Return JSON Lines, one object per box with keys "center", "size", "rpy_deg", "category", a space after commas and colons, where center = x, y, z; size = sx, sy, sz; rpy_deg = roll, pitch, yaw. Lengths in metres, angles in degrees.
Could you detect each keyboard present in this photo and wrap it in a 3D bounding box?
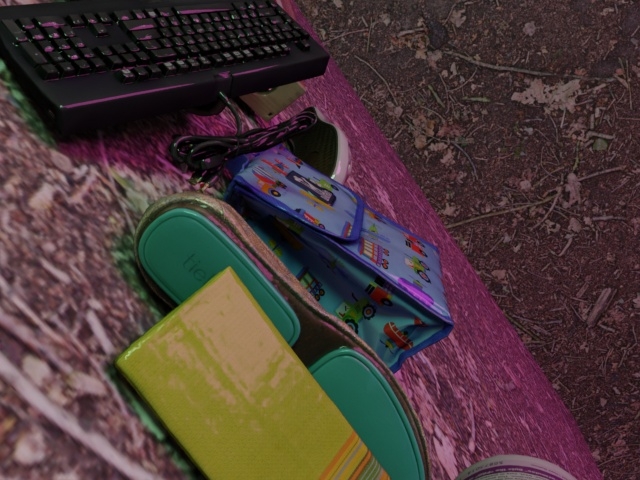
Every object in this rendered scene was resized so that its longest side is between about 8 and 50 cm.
{"center": [-0.097, -0.149, 0.522], "size": [0.201, 0.033, 0.317], "rpy_deg": [51, 44, 8], "category": "keyboard"}

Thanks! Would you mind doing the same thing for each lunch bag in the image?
{"center": [0.000, 0.000, 0.694], "size": [0.293, 0.138, 0.221], "rpy_deg": [42, 20, -9], "category": "lunch bag"}

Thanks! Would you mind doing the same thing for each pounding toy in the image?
{"center": [-0.122, -0.272, 0.856], "size": [0.206, 0.094, 0.181], "rpy_deg": [39, 25, -43], "category": "pounding toy"}

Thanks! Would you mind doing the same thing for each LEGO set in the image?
{"center": [-0.127, -0.078, 0.594], "size": [0.083, 0.023, 0.054], "rpy_deg": [58, 16, 2], "category": "LEGO set"}

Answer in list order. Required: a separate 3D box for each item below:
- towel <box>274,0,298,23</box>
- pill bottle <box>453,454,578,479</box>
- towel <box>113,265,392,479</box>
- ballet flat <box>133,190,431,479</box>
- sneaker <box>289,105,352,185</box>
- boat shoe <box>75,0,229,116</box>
{"center": [-0.119, -0.381, 0.763], "size": [0.329, 0.037, 0.237], "rpy_deg": [24, 45, -65], "category": "towel"}
{"center": [0.161, 0.303, 0.459], "size": [0.169, 0.169, 0.301], "rpy_deg": [59, 16, 8], "category": "pill bottle"}
{"center": [-0.026, 0.139, 0.393], "size": [0.102, 0.021, 0.237], "rpy_deg": [-43, 101, -38], "category": "towel"}
{"center": [-0.019, 0.086, 0.472], "size": [0.316, 0.107, 0.106], "rpy_deg": [55, 3, -10], "category": "ballet flat"}
{"center": [0.019, -0.126, 0.964], "size": [0.123, 0.106, 0.290], "rpy_deg": [46, 18, -27], "category": "sneaker"}
{"center": [-0.197, -0.264, 0.587], "size": [0.324, 0.116, 0.096], "rpy_deg": [53, 12, -35], "category": "boat shoe"}
